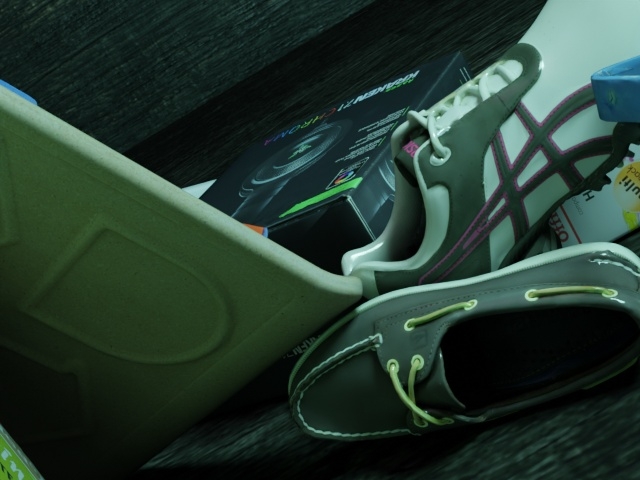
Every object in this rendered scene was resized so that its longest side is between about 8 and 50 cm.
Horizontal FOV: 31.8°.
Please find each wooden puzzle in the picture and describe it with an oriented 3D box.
[{"bbox_3d":[-0.198,0.023,0.696,0.322,0.347,0.081,-40,34,40],"label":"wooden puzzle"}]

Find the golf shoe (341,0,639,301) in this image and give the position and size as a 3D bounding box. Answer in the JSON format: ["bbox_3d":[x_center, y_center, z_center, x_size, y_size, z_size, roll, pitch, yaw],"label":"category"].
[{"bbox_3d":[0.113,-0.062,0.667,0.105,0.120,0.273,-123,53,-67],"label":"golf shoe"}]

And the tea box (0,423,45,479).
[{"bbox_3d":[-0.236,0.152,0.438,0.220,0.329,0.323,-34,25,-9],"label":"tea box"}]

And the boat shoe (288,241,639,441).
[{"bbox_3d":[0.077,0.066,0.637,0.227,0.081,0.069,-23,13,18],"label":"boat shoe"}]

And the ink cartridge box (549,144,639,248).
[{"bbox_3d":[0.182,-0.055,0.768,0.181,0.104,0.061,-30,15,6],"label":"ink cartridge box"}]

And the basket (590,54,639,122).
[{"bbox_3d":[0.296,-0.104,0.502,0.288,0.201,0.255,-15,13,-7],"label":"basket"}]

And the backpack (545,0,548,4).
[{"bbox_3d":[0.292,-0.229,1.003,0.188,0.144,0.166,-3,25,12],"label":"backpack"}]

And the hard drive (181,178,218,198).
[{"bbox_3d":[-0.134,-0.037,1.227,0.318,0.040,0.210,-19,4,-43],"label":"hard drive"}]

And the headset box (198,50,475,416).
[{"bbox_3d":[0.000,0.000,0.888,0.246,0.131,0.283,-21,20,35],"label":"headset box"}]
